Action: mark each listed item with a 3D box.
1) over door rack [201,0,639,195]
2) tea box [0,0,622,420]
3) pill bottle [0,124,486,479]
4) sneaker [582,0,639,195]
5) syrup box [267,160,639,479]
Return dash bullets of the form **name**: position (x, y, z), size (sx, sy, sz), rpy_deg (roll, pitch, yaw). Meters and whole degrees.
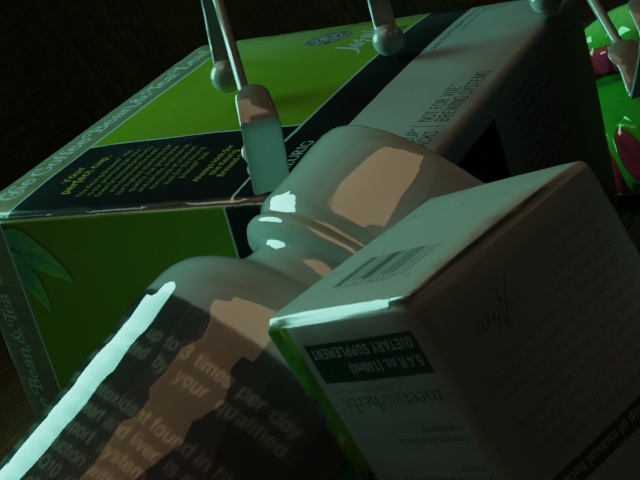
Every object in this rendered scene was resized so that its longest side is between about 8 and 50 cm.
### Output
- **over door rack**: position (0.046, -0.140, 0.912), size (0.239, 0.108, 0.324), rpy_deg (-15, 37, -3)
- **tea box**: position (0.000, 0.000, 1.016), size (0.323, 0.220, 0.329), rpy_deg (-2, 26, 29)
- **pill bottle**: position (-0.042, 0.137, 0.637), size (0.361, 0.204, 0.204), rpy_deg (-51, 17, -14)
- **sneaker**: position (0.247, -0.118, 1.266), size (0.202, 0.185, 0.483), rpy_deg (-18, 10, -21)
- **syrup box**: position (0.094, 0.099, 0.533), size (0.096, 0.237, 0.093), rpy_deg (-36, 12, -30)
